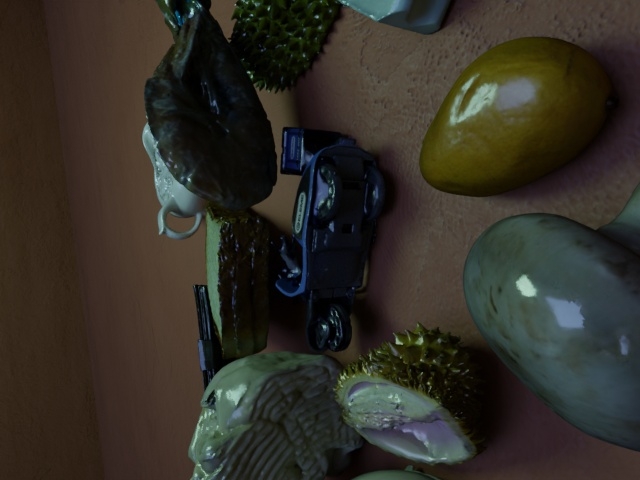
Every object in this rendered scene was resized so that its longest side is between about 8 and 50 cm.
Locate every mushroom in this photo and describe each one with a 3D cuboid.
[{"bbox_3d":[0.261,0.049,0.444,0.244,0.244,0.243,8,100,51],"label":"mushroom"}]

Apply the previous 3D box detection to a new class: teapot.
[{"bbox_3d":[-0.340,-0.146,1.205,0.204,0.140,0.297,-36,66,45],"label":"teapot"}]

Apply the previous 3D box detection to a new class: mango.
[{"bbox_3d":[0.197,-0.128,0.557,0.227,0.109,0.147,-30,95,49],"label":"mango"}]

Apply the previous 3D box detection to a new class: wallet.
[{"bbox_3d":[-0.251,0.260,1.165,0.169,0.044,0.316,122,140,-80],"label":"wallet"}]

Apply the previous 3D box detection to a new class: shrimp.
[{"bbox_3d":[-0.201,-0.253,0.833,0.110,0.221,0.445,-31,74,45],"label":"shrimp"}]

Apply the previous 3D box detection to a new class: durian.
[{"bbox_3d":[0.126,0.204,0.670,0.250,0.183,0.137,-45,23,48],"label":"durian"},{"bbox_3d":[-0.059,-0.402,0.877,0.355,0.158,0.169,-46,23,43],"label":"durian"}]

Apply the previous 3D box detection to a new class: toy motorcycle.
[{"bbox_3d":[0.000,0.000,0.815,0.213,0.125,0.358,21,108,58],"label":"toy motorcycle"}]

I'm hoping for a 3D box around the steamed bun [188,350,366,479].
[{"bbox_3d":[-0.090,0.325,0.824,0.275,0.320,0.206,52,155,-19],"label":"steamed bun"}]

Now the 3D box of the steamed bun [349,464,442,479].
[{"bbox_3d":[0.096,0.512,0.653,0.375,0.242,0.374,14,108,51],"label":"steamed bun"}]

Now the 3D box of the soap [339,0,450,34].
[{"bbox_3d":[0.123,-0.427,0.624,0.173,0.095,0.289,48,129,36],"label":"soap"}]

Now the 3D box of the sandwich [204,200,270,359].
[{"bbox_3d":[-0.167,0.068,0.979,0.301,0.099,0.271,-149,55,-69],"label":"sandwich"}]
